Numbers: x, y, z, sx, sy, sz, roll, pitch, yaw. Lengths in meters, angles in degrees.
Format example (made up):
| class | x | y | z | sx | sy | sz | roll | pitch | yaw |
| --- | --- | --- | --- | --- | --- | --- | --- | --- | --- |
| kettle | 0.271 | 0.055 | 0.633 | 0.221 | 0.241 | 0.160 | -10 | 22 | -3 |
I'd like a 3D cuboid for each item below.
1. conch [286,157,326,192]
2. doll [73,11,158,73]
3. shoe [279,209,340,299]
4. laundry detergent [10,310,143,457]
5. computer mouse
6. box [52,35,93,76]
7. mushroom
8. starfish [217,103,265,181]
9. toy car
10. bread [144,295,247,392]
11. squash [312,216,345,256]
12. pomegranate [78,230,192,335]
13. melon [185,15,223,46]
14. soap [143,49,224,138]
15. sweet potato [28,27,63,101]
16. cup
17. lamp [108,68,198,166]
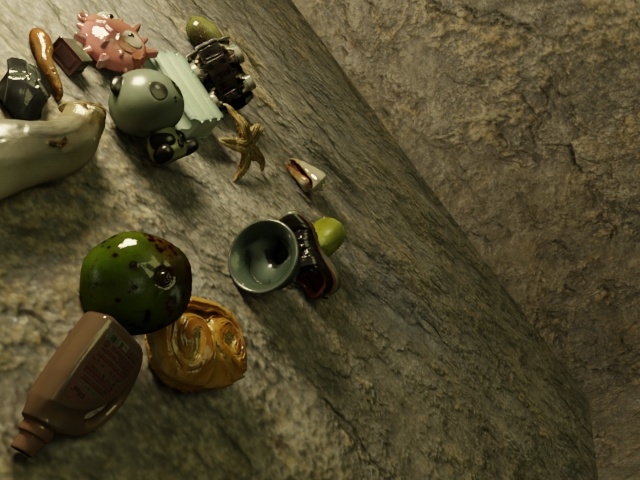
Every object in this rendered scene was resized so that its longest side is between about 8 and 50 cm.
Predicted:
| class | x | y | z | sx | sy | sz | roll | pitch | yaw |
| --- | --- | --- | --- | --- | --- | --- | --- | --- | --- |
| conch | -0.049 | -0.232 | 2.178 | 0.104 | 0.094 | 0.176 | -40 | 89 | -24 |
| doll | -0.549 | -0.525 | 1.674 | 0.262 | 0.093 | 0.211 | 45 | 46 | 0 |
| shoe | -0.050 | 0.054 | 1.809 | 0.291 | 0.114 | 0.137 | 61 | 28 | -10 |
| laundry detergent | -0.391 | 0.255 | 1.020 | 0.237 | 0.076 | 0.171 | -64 | 148 | -31 |
| computer mouse | -0.644 | -0.338 | 1.354 | 0.105 | 0.062 | 0.192 | 30 | 36 | -40 |
| box | -0.622 | -0.461 | 1.543 | 0.085 | 0.060 | 0.063 | 49 | 22 | -8 |
| mushroom | -0.566 | -0.199 | 1.255 | 0.177 | 0.126 | 0.397 | 47 | 29 | 5 |
| starfish | -0.235 | -0.290 | 1.903 | 0.277 | 0.062 | 0.236 | 67 | 37 | -45 |
| toy car | -0.326 | -0.528 | 1.980 | 0.235 | 0.172 | 0.158 | 65 | -10 | -28 |
| bread | -0.260 | 0.209 | 1.275 | 0.236 | 0.120 | 0.198 | 24 | 41 | -47 |
| squash | 0.000 | 0.000 | 1.954 | 0.123 | 0.123 | 0.186 | 53 | 26 | -2 |
| pomegranate | -0.354 | 0.081 | 1.144 | 0.202 | 0.247 | 0.202 | 9 | 79 | -48 |
| melon | -0.397 | -0.710 | 2.156 | 0.162 | 0.099 | 0.099 | 39 | 30 | -31 |
| soap | -0.410 | -0.425 | 1.818 | 0.261 | 0.094 | 0.150 | 57 | 31 | 3 |
| sweet potato | -0.650 | -0.426 | 1.466 | 0.050 | 0.050 | 0.214 | 6 | 53 | -56 |
| cup | -0.124 | 0.059 | 1.641 | 0.199 | 0.199 | 0.150 | 67 | 12 | 24 |
| lamp | -0.425 | -0.315 | 1.567 | 0.244 | 0.197 | 0.198 | 62 | 26 | -5 |
